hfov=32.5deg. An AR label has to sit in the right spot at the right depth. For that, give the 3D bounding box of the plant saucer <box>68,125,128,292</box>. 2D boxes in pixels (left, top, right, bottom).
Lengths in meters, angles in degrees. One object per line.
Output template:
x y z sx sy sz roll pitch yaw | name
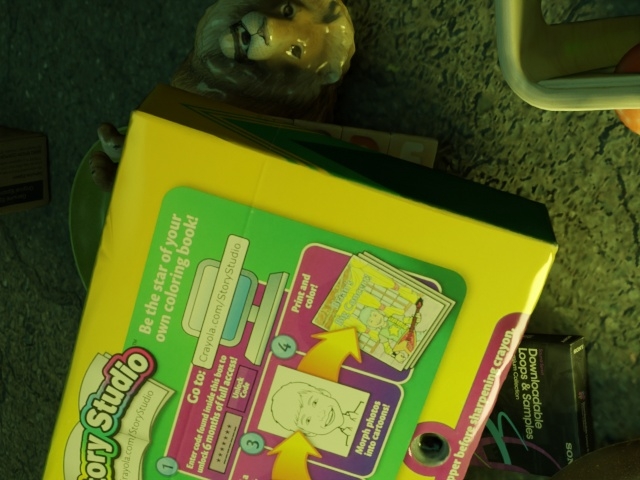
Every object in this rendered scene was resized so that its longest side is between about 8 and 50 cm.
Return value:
-0.161 0.001 1.111 0.241 0.037 0.241 10 108 35 | plant saucer

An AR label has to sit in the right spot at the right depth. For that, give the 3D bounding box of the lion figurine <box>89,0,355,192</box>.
-0.054 -0.021 0.963 0.240 0.142 0.392 -15 112 3 | lion figurine

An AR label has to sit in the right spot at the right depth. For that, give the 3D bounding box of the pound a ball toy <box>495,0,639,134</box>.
0.237 -0.126 0.581 0.208 0.319 0.135 4 105 37 | pound a ball toy

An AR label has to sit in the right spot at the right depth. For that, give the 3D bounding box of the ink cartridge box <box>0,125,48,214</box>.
-0.451 -0.080 1.215 0.235 0.193 0.088 13 110 36 | ink cartridge box

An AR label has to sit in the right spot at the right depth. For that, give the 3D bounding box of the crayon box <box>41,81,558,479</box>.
-0.031 0.099 0.859 0.313 0.106 0.362 18 111 -1 | crayon box

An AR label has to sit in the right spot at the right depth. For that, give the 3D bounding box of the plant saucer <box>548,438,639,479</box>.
0.275 0.302 0.815 0.311 0.050 0.310 7 104 29 | plant saucer

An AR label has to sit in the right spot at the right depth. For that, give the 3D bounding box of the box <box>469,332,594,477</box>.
0.145 0.133 0.912 0.162 0.029 0.116 -1 102 37 | box

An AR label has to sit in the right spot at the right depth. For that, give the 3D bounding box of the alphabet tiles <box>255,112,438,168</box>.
0.000 0.000 0.899 0.237 0.009 0.198 7 112 -9 | alphabet tiles
